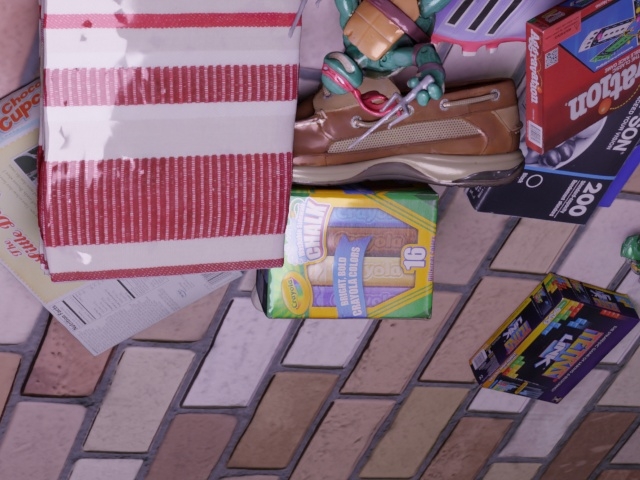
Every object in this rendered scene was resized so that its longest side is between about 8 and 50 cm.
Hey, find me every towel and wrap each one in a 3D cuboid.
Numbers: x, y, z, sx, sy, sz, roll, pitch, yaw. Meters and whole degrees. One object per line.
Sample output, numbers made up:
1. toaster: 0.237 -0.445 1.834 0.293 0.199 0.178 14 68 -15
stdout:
1. towel: -0.134 -0.125 1.353 0.237 0.037 0.329 -3 111 -19

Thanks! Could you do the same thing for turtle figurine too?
1. turtle figurine: 0.059 -0.204 1.341 0.234 0.175 0.118 -51 177 3

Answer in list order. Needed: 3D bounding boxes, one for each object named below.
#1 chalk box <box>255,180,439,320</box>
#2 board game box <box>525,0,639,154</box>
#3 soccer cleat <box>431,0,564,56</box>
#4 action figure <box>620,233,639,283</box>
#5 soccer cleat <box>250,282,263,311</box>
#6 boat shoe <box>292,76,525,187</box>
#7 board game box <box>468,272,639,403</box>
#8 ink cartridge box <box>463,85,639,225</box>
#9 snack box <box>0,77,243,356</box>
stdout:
1. chalk box: 0.000 0.000 1.515 0.213 0.132 0.132 2 103 -8
2. board game box: 0.308 -0.204 1.468 0.281 0.027 0.145 -31 138 -24
3. soccer cleat: 0.184 -0.229 1.453 0.248 0.083 0.095 1 113 -21
4. action figure: 0.436 0.054 1.839 0.232 0.137 0.063 33 73 -34
5. soccer cleat: -0.004 0.001 1.622 0.196 0.068 0.076 -37 131 7
6. boat shoe: 0.043 -0.120 1.487 0.324 0.122 0.120 0 103 -12
7. board game box: 0.291 0.126 1.888 0.141 0.048 0.170 16 127 -33
8. ink cartridge box: 0.290 -0.106 1.644 0.208 0.045 0.206 4 132 -28
9. snack box: -0.229 -0.024 1.497 0.187 0.060 0.322 -28 139 5
